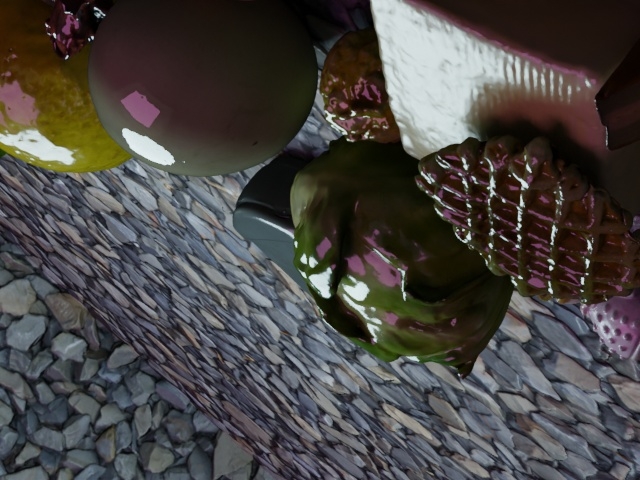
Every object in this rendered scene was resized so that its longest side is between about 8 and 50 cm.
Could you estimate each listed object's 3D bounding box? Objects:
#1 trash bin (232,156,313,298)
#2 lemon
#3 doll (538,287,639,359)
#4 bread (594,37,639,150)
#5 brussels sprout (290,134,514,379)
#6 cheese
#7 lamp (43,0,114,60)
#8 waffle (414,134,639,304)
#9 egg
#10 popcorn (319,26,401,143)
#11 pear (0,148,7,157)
[{"bbox_3d":[0.000,0.000,2.115,0.236,0.101,0.176,45,159,-25],"label":"trash bin"},{"bbox_3d":[-0.303,-0.206,1.954,0.260,0.260,0.284,27,172,32],"label":"lemon"},{"bbox_3d":[0.297,0.062,1.722,0.207,0.081,0.129,36,154,17],"label":"doll"},{"bbox_3d":[0.280,-0.121,1.245,0.084,0.139,0.074,28,156,32],"label":"bread"},{"bbox_3d":[0.090,0.005,1.751,0.294,0.227,0.259,29,157,42],"label":"brussels sprout"},{"bbox_3d":[0.173,-0.140,1.429,0.242,0.124,0.265,25,156,22],"label":"cheese"},{"bbox_3d":[-0.257,-0.319,1.756,0.223,0.151,0.215,58,168,16],"label":"lamp"},{"bbox_3d":[0.184,-0.016,1.428,0.214,0.054,0.208,43,159,-24],"label":"waffle"},{"bbox_3d":[-0.122,-0.175,1.718,0.219,0.219,0.269,25,-171,37],"label":"egg"},{"bbox_3d":[0.053,-0.151,1.658,0.116,0.106,0.121,32,162,51],"label":"popcorn"},{"bbox_3d":[-0.503,-0.296,2.095,0.399,0.399,0.165,39,129,0],"label":"pear"}]
